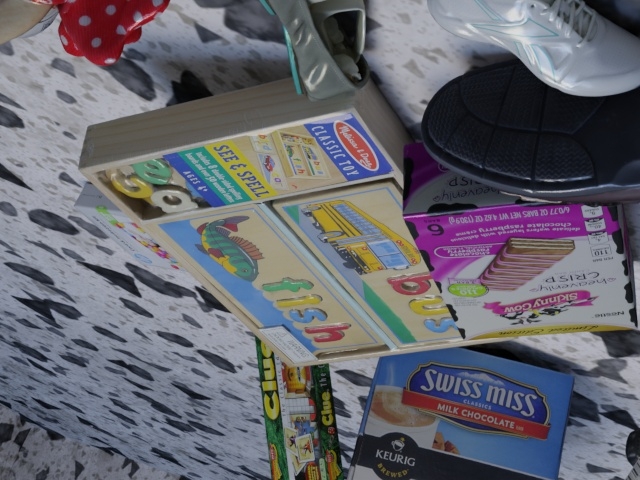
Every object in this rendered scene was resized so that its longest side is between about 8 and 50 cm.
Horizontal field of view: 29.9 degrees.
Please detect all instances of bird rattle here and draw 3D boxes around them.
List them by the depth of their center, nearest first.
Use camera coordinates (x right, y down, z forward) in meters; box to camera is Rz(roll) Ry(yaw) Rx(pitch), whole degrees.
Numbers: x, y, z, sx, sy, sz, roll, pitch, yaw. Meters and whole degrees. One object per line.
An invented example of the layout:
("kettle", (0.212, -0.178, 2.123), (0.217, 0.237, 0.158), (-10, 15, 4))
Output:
("bird rattle", (-0.244, -0.199, 0.857), (0.253, 0.143, 0.207), (-21, 111, 7))

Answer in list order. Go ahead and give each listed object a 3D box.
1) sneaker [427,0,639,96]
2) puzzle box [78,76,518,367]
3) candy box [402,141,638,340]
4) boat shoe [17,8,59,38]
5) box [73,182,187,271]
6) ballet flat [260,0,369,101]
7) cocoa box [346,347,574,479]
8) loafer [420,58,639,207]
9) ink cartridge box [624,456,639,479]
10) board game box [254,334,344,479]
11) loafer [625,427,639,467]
("sneaker", (0.142, -0.139, 0.757), (0.152, 0.054, 0.061), (24, 157, 2))
("puzzle box", (0.000, 0.000, 1.135), (0.272, 0.052, 0.409), (-11, 145, 25))
("candy box", (0.170, 0.002, 0.980), (0.159, 0.071, 0.233), (-6, 151, 18))
("boat shoe", (-0.331, -0.246, 0.946), (0.267, 0.096, 0.088), (26, 155, -10))
("box", (-0.184, -0.010, 1.440), (0.186, 0.038, 0.145), (9, 155, 37))
("ballet flat", (-0.007, -0.173, 0.838), (0.068, 0.072, 0.213), (-10, 152, 9))
("cocoa box", (0.157, 0.282, 1.475), (0.231, 0.228, 0.347), (14, 161, 6))
("loafer", (0.213, -0.060, 0.807), (0.302, 0.109, 0.095), (4, 156, 36))
("ink cartridge box", (0.416, 0.212, 1.120), (0.208, 0.206, 0.045), (28, -170, -7))
("board game box", (-0.032, 0.154, 1.406), (0.030, 0.260, 0.136), (-5, 174, -28))
("loafer", (0.460, 0.264, 1.375), (0.223, 0.076, 0.078), (21, 155, -7))
